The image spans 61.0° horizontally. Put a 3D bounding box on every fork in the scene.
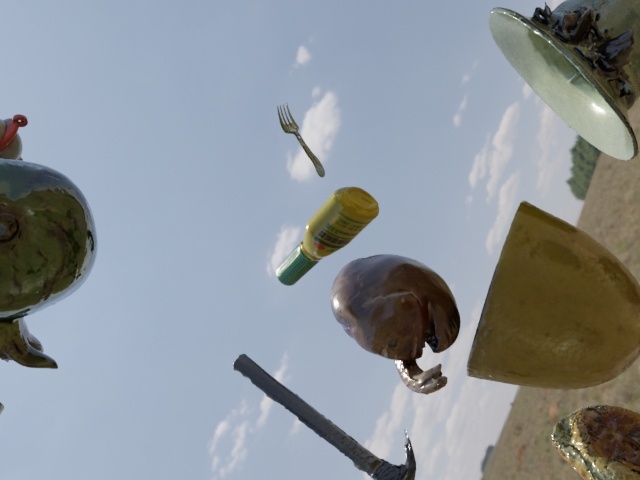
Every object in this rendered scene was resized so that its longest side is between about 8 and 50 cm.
[{"bbox_3d":[-0.039,-0.206,1.179,0.219,0.034,0.028,56,-155,-48],"label":"fork"}]

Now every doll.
[{"bbox_3d":[-0.559,-0.124,0.848,0.245,0.076,0.142,-37,-33,2],"label":"doll"}]

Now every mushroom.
[{"bbox_3d":[0.083,0.076,0.553,0.135,0.170,0.080,-8,-39,-22],"label":"mushroom"}]

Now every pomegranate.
[{"bbox_3d":[-0.260,0.029,0.426,0.152,0.131,0.191,4,-61,-33],"label":"pomegranate"}]

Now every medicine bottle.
[{"bbox_3d":[0.000,0.000,0.995,0.260,0.095,0.064,-45,40,39],"label":"medicine bottle"}]

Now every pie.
[{"bbox_3d":[0.709,0.497,1.248,0.308,0.309,0.085,-40,-42,-51],"label":"pie"}]

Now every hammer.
[{"bbox_3d":[-0.008,0.237,0.721,0.125,0.297,0.026,-33,-42,-42],"label":"hammer"}]

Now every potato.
[{"bbox_3d":[0.252,0.079,0.569,0.178,0.158,0.203,8,-77,-66],"label":"potato"}]

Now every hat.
[{"bbox_3d":[0.344,-0.236,0.676,0.130,0.257,0.257,-44,-19,15],"label":"hat"}]

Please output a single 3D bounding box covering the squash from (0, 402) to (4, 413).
[{"bbox_3d":[-0.624,0.343,0.936,0.105,0.105,0.132,75,-168,-52],"label":"squash"}]
